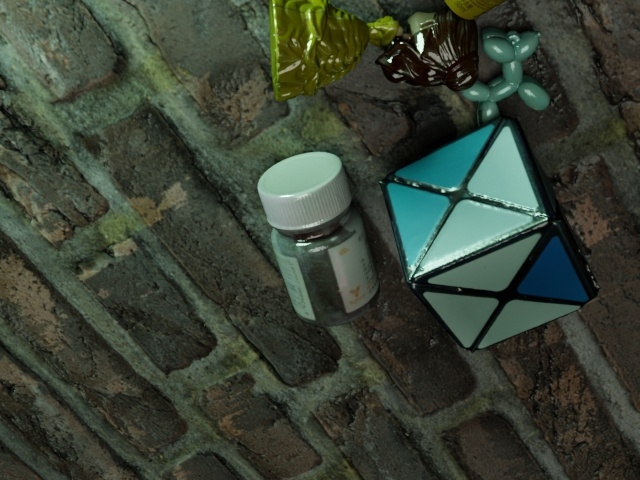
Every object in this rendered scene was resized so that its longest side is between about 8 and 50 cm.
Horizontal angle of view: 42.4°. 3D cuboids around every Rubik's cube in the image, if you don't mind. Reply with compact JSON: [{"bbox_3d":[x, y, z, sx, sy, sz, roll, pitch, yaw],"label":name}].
[{"bbox_3d":[0.271,-0.006,1.333,0.246,0.248,0.250,-26,135,17],"label":"Rubik's cube"}]

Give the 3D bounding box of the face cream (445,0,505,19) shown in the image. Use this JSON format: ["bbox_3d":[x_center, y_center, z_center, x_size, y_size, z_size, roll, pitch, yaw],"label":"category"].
[{"bbox_3d":[0.314,-0.418,1.101,0.105,0.105,0.348,44,142,-22],"label":"face cream"}]

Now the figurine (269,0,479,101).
[{"bbox_3d":[0.083,-0.304,1.258,0.315,0.168,0.187,-4,139,-5],"label":"figurine"}]

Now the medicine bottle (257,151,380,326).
[{"bbox_3d":[0.000,0.000,1.432,0.165,0.165,0.273,-10,120,9],"label":"medicine bottle"}]

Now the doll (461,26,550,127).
[{"bbox_3d":[0.293,-0.263,1.311,0.159,0.059,0.158,-30,116,22],"label":"doll"}]
